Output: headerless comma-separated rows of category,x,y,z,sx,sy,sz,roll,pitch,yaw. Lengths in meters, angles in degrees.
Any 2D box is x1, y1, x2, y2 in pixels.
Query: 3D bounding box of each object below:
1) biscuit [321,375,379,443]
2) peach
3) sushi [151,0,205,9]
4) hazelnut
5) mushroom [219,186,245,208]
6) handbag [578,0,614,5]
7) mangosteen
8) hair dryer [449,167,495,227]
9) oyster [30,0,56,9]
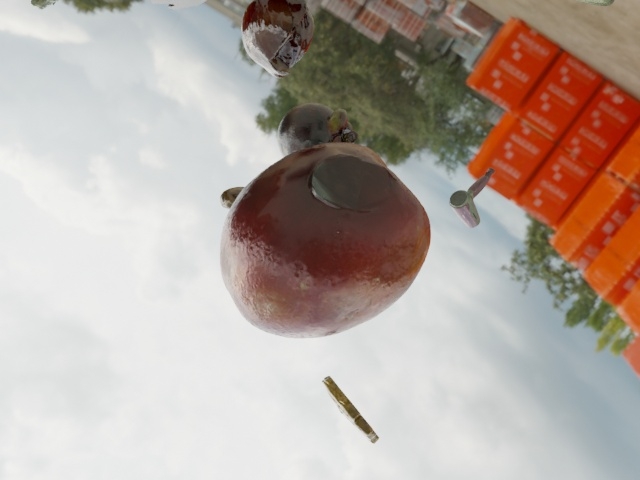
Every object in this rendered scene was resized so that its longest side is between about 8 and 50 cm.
biscuit,0.068,0.398,1.615,0.166,0.036,0.225,44,171,35
peach,0.015,-0.012,1.269,0.406,0.310,0.335,-19,-114,-17
sushi,-0.305,-0.606,1.527,0.153,0.150,0.172,-10,-172,-2
hazelnut,-0.088,-0.462,1.544,0.160,0.170,0.202,33,179,16
mushroom,-0.185,-0.087,1.634,0.129,0.088,0.073,50,-146,-61
handbag,0.575,-0.723,1.501,0.237,0.358,0.160,20,-175,21
mangosteen,-0.003,-0.319,2.167,0.265,0.228,0.228,3,-175,27
hair dryer,0.391,-0.118,1.733,0.054,0.154,0.106,27,168,47
oyster,-0.445,-0.490,1.205,0.125,0.177,0.064,64,-169,14
